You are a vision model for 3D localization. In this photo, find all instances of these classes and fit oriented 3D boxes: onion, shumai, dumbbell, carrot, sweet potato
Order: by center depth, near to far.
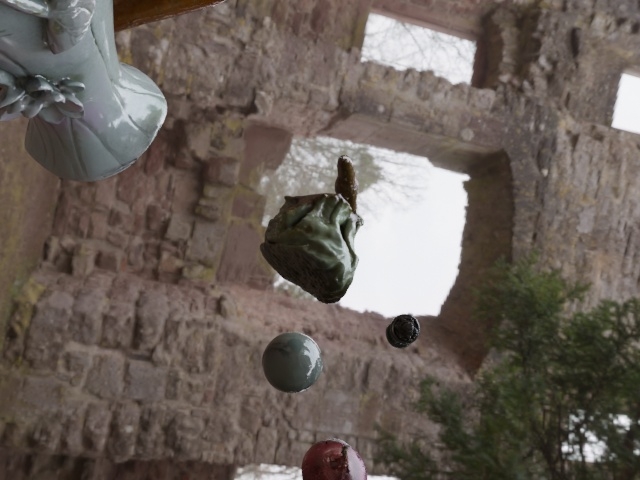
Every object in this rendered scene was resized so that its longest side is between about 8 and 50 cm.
[{"bbox_3d":[-0.226,-0.346,0.878,0.067,0.225,0.067,-13,90,-78],"label":"carrot"},{"bbox_3d":[0.000,0.003,0.993,0.142,0.184,0.184,-50,-175,-20],"label":"shumai"},{"bbox_3d":[0.041,0.475,1.318,0.150,0.150,0.140,-101,-150,-56],"label":"onion"},{"bbox_3d":[0.064,-0.137,1.561,0.274,0.067,0.067,79,10,-57],"label":"sweet potato"},{"bbox_3d":[0.220,0.245,1.655,0.254,0.081,0.082,90,6,-76],"label":"dumbbell"}]

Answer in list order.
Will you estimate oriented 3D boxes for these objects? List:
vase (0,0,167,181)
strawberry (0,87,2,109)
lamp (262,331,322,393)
[{"bbox_3d":[-0.304,-0.249,0.624,0.445,0.249,0.250,81,11,-61],"label":"vase"},{"bbox_3d":[-0.434,-0.227,0.865,0.187,0.082,0.146,-56,-155,-19],"label":"strawberry"},{"bbox_3d":[-0.048,0.207,1.045,0.105,0.105,0.105,-169,-90,-76],"label":"lamp"}]
